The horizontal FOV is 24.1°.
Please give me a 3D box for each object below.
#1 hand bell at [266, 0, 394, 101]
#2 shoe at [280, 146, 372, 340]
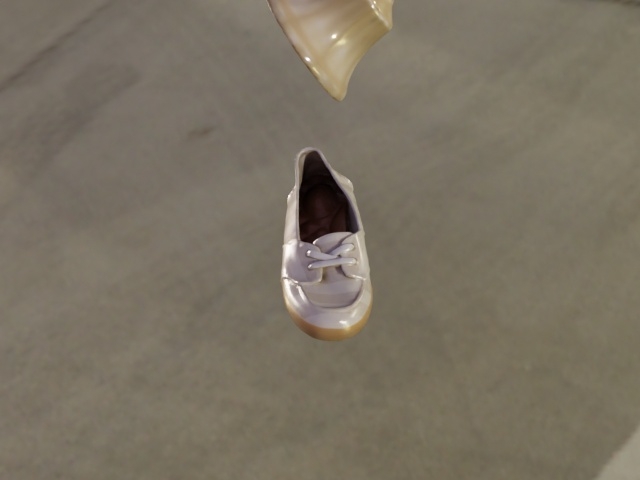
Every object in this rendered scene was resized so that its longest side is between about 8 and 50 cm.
[{"bbox_3d":[0.081,-0.247,1.378,0.242,0.126,0.126,-34,34,10],"label":"hand bell"},{"bbox_3d":[0.000,0.000,1.281,0.076,0.058,0.219,-8,38,1],"label":"shoe"}]
